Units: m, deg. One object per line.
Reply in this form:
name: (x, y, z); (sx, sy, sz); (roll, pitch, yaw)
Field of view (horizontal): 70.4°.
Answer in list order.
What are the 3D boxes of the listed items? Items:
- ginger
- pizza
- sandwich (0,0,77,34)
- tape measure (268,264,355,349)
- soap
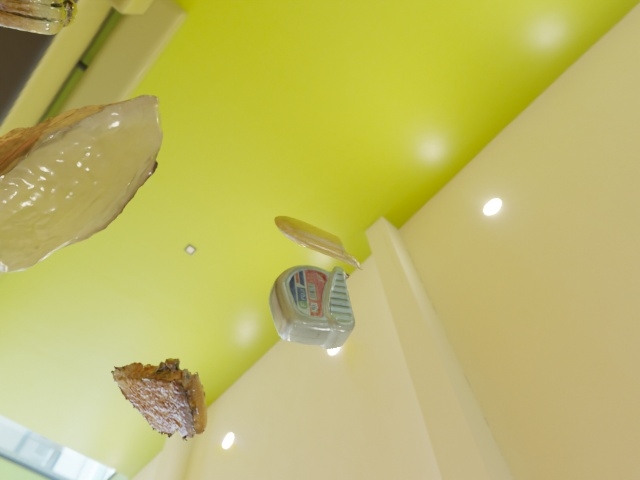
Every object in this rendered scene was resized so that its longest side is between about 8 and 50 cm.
ginger: (-0.224, -0.070, 0.394); (0.193, 0.115, 0.122); (-40, -123, -8)
pizza: (-0.284, 0.282, 0.834); (0.227, 0.147, 0.069); (-13, -169, 36)
sandwich: (-0.664, -0.513, 0.959); (0.273, 0.249, 0.095); (-119, -144, -56)
tape measure: (-0.022, 0.180, 1.273); (0.243, 0.247, 0.125); (-100, -153, -49)
soap: (0.000, 0.000, 0.756); (0.033, 0.169, 0.089); (-61, -157, 16)
